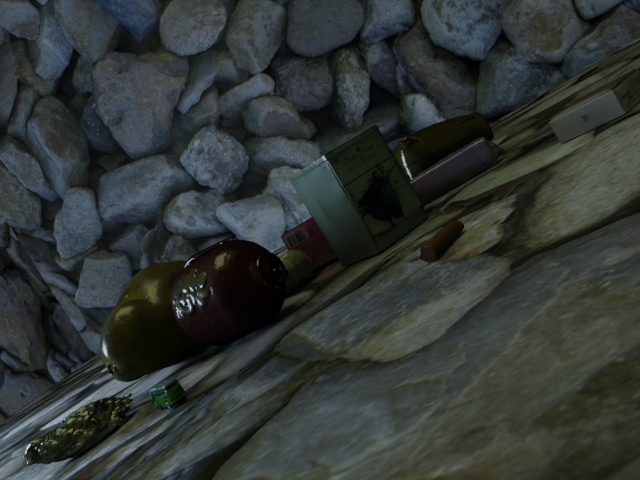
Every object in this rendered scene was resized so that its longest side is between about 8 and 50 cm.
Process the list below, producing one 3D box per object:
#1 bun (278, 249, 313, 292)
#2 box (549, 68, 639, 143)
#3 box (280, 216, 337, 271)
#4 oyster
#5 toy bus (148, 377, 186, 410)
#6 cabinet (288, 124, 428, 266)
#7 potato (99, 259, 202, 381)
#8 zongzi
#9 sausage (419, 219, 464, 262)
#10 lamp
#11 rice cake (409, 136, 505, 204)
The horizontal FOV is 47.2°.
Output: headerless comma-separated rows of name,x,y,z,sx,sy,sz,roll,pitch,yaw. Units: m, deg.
bun,-0.063,0.070,1.554,0.115,0.069,0.115,-35,-16,-12
box,0.495,-0.239,1.300,0.130,0.051,0.129,-34,4,-41
box,0.000,0.000,1.633,0.156,0.111,0.060,-28,-2,28
oyster,-0.388,0.307,1.201,0.125,0.064,0.177,-33,1,38
toy bus,-0.230,0.231,1.099,0.031,0.037,0.083,-34,4,-33
cabinet,0.075,-0.083,1.405,0.145,0.206,0.150,-34,5,-33
potato,-0.333,0.165,1.499,0.218,0.202,0.351,-42,6,32
zongzi,0.269,-0.190,1.848,0.273,0.145,0.300,-28,-8,-23
sausage,0.172,-0.002,1.025,0.026,0.026,0.116,-28,5,38
lamp,-0.169,0.089,1.344,0.258,0.180,0.180,-30,5,35
rice cake,0.226,-0.115,1.649,0.399,0.070,0.064,-31,8,15
